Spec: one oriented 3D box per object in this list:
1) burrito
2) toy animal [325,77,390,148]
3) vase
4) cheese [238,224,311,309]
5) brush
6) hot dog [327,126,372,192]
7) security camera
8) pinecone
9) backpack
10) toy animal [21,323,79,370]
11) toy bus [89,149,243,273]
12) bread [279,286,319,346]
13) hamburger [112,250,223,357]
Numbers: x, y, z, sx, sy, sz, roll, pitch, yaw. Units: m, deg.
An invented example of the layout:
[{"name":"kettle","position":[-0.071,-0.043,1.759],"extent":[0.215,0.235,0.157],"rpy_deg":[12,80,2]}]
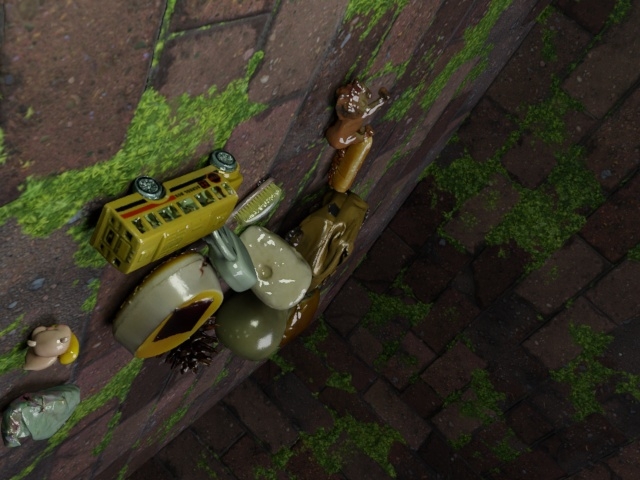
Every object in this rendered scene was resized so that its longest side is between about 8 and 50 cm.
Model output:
[{"name":"burrito","position":[-0.652,0.395,1.431],"extent":[0.143,0.089,0.229],"rpy_deg":[-59,171,-11]},{"name":"toy animal","position":[0.074,-0.320,1.613],"extent":[0.158,0.097,0.312],"rpy_deg":[-26,163,-26]},{"name":"vase","position":[-0.218,0.236,2.166],"extent":[0.302,0.241,0.329],"rpy_deg":[-54,-161,2]},{"name":"cheese","position":[-0.137,0.083,1.832],"extent":[0.173,0.248,0.251],"rpy_deg":[-45,175,0]},{"name":"brush","position":[-0.216,-0.041,1.558],"extent":[0.313,0.067,0.072],"rpy_deg":[-42,168,-12]},{"name":"hot dog","position":[0.079,-0.240,1.874],"extent":[0.076,0.102,0.249],"rpy_deg":[8,137,-22]},{"name":"security camera","position":[-0.229,0.014,1.421],"extent":[0.080,0.157,0.301],"rpy_deg":[-24,152,0]},{"name":"pinecone","position":[-0.378,0.285,1.765],"extent":[0.208,0.208,0.207],"rpy_deg":[-44,168,-12]},{"name":"backpack","position":[0.005,0.004,2.065],"extent":[0.378,0.201,0.353],"rpy_deg":[-58,178,30]},{"name":"toy animal","position":[-0.540,0.199,1.219],"extent":[0.114,0.091,0.082],"rpy_deg":[-17,148,1]},{"name":"toy bus","position":[-0.264,-0.060,1.171],"extent":[0.336,0.123,0.121],"rpy_deg":[-32,161,-50]},{"name":"bread","position":[-0.143,0.271,2.449],"extent":[0.279,0.225,0.250],"rpy_deg":[-56,167,21]},{"name":"hamburger","position":[-0.367,0.151,1.469],"extent":[0.295,0.151,0.227],"rpy_deg":[-41,164,22]}]
